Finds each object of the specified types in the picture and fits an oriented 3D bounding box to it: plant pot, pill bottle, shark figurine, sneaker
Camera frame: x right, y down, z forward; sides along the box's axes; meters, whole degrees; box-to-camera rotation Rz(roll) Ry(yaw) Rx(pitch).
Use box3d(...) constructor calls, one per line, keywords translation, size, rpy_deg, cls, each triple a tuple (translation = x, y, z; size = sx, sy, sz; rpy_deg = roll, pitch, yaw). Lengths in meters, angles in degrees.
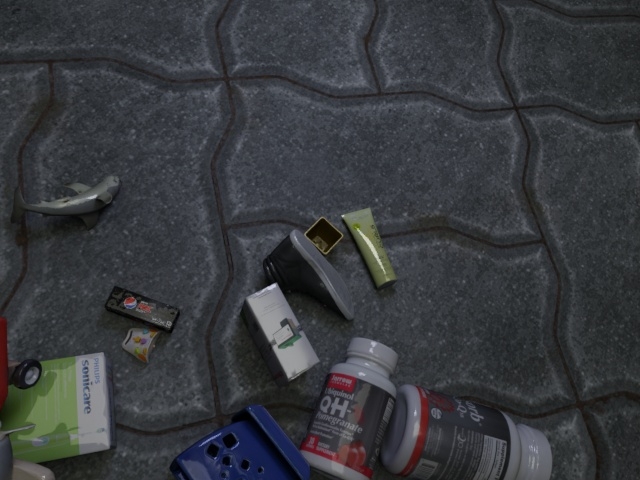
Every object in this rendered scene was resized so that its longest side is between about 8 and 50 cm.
box3d(translation=(-0.168, 0.501, 1.133), size=(0.212, 0.236, 0.236), rpy_deg=(-37, 81, -30), cls="plant pot")
box3d(translation=(0.343, 0.494, 1.264), size=(0.363, 0.210, 0.210), rpy_deg=(18, 66, -7), cls="pill bottle")
box3d(translation=(-0.625, -0.074, 1.321), size=(0.278, 0.116, 0.166), rpy_deg=(-18, 40, -27), cls="shark figurine")
box3d(translation=(0.079, 0.404, 1.253), size=(0.177, 0.176, 0.318), rpy_deg=(25, 64, -3), cls="pill bottle")
box3d(translation=(0.000, 0.000, 1.445), size=(0.081, 0.083, 0.081), rpy_deg=(43, 65, 4), cls="plant pot")
box3d(translation=(-0.035, 0.119, 1.392), size=(0.147, 0.104, 0.295), rpy_deg=(-33, 109, 18), cls="sneaker")

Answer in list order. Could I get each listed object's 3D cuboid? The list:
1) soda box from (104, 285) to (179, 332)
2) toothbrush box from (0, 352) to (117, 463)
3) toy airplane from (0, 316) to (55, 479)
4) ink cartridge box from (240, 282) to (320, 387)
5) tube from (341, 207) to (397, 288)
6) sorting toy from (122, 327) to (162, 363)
box3d(translation=(-0.436, 0.171, 1.289), size=(0.169, 0.053, 0.060), rpy_deg=(21, 65, -5), cls="soda box")
box3d(translation=(-0.602, 0.372, 1.132), size=(0.284, 0.122, 0.206), rpy_deg=(-7, 71, -15), cls="toothbrush box")
box3d(translation=(-0.682, 0.359, 0.901), size=(0.386, 0.272, 0.384), rpy_deg=(-33, 68, -3), cls="toy airplane")
box3d(translation=(-0.105, 0.236, 1.285), size=(0.093, 0.160, 0.219), rpy_deg=(-26, 78, -21), cls="ink cartridge box")
box3d(translation=(0.143, 0.018, 1.489), size=(0.070, 0.062, 0.240), rpy_deg=(10, 53, -54), cls="tube")
box3d(translation=(-0.439, 0.245, 1.272), size=(0.075, 0.044, 0.083), rpy_deg=(12, 65, 12), cls="sorting toy")
